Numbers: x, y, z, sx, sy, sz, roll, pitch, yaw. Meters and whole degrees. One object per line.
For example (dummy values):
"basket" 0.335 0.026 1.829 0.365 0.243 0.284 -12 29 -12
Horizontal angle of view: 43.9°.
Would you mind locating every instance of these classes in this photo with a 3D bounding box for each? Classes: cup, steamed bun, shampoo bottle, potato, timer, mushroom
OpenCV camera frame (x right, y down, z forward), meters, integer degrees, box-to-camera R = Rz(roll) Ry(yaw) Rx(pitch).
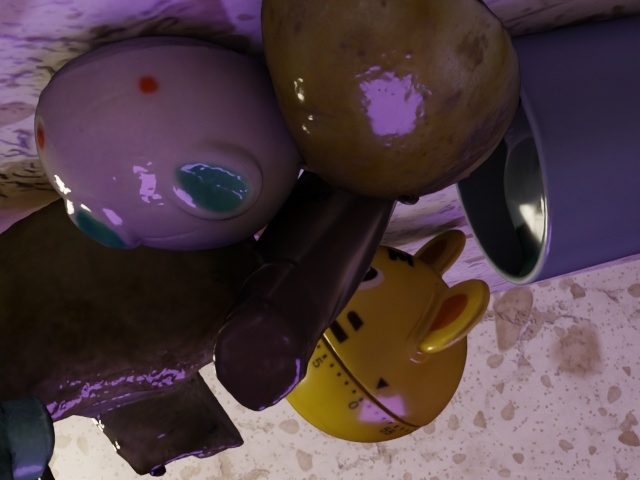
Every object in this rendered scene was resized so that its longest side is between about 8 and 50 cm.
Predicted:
"cup" 0.286 -0.094 0.688 0.312 0.206 0.205 -13 168 -7
"steamed bun" -0.103 -0.059 0.592 0.177 0.131 0.228 -17 170 17
"shampoo bottle" 0.000 0.000 0.656 0.125 0.084 0.350 -34 -166 29
"potato" 0.040 -0.083 0.531 0.160 0.111 0.271 20 173 16
"timer" 0.108 0.142 1.345 0.387 0.376 0.376 -42 159 16
"mushroom" -0.183 0.053 0.706 0.217 0.292 0.212 10 145 -40

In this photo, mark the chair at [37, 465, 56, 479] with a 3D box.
"chair" -0.476 0.252 0.911 0.361 0.411 0.364 -11 168 -17

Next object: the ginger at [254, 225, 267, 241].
"ginger" -0.098 0.003 1.059 0.258 0.065 0.149 -1 151 -27

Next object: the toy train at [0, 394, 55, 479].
"toy train" -0.381 0.179 0.492 0.396 0.160 0.253 -3 155 -37
